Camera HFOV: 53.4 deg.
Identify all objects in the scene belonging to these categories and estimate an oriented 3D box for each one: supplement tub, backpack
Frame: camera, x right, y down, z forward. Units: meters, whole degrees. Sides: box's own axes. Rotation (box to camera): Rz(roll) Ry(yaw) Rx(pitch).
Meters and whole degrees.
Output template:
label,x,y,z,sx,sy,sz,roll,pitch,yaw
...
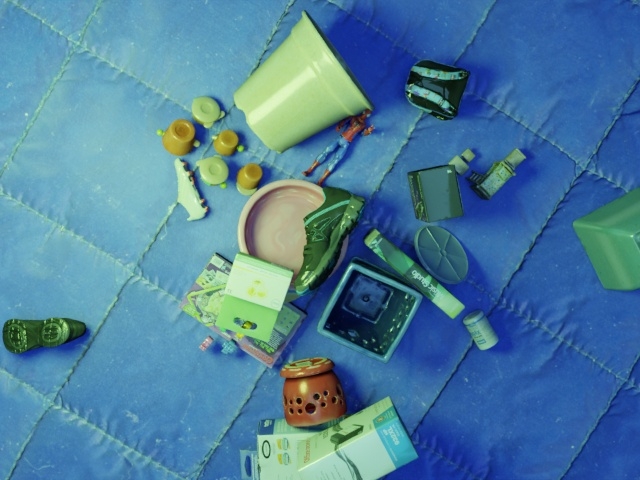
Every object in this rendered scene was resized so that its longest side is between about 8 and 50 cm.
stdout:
label,x,y,z,sx,sy,sz,roll,pitch,yaw
supplement tub,0.497,0.276,1.973,0.071,0.071,0.107,-32,93,2
backpack,0.335,-0.449,1.889,0.173,0.117,0.158,16,95,-2

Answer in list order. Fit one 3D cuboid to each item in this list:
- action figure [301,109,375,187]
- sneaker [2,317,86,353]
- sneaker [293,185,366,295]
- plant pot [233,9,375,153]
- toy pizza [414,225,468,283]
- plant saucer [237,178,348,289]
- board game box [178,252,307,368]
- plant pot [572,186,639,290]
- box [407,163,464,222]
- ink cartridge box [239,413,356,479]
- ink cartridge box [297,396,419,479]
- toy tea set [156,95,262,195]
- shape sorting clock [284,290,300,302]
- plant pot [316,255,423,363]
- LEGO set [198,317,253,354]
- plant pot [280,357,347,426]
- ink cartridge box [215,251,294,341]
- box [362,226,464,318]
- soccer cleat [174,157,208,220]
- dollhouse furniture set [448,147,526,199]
label,x,y,z,sx,sy,sz,roll,pitch,yaw
action figure,0.063,-0.287,1.895,0.091,0.139,0.280,39,91,-5
sneaker,-0.845,0.287,1.944,0.287,0.130,0.108,-3,85,22
sneaker,0.000,0.000,1.836,0.140,0.125,0.340,27,73,9
plant pot,-0.063,-0.420,1.812,0.306,0.334,0.333,-35,94,14
toy pizza,0.360,0.045,1.918,0.201,0.201,0.032,42,136,-3
plant saucer,-0.085,-0.016,1.906,0.332,0.084,0.331,1,84,-13
board game box,-0.239,0.216,1.974,0.347,0.056,0.208,35,89,-3
plant pot,0.949,0.004,1.865,0.247,0.252,0.247,-28,95,1
box,0.335,-0.140,1.868,0.108,0.207,0.153,-12,95,0
ink cartridge box,-0.053,0.693,1.960,0.396,0.151,0.269,-3,93,-2
ink cartridge box,0.096,0.584,1.773,0.308,0.223,0.129,-28,92,0
toy tea set,-0.327,-0.258,1.921,0.200,0.124,0.336,-38,91,-27
shape sorting clock,-0.125,0.090,1.951,0.206,0.040,0.206,1,86,-12
plant pot,0.142,0.189,1.885,0.236,0.212,0.235,26,100,-2
LEGO set,-0.265,0.273,1.910,0.087,0.093,0.227,41,93,-3
plant pot,-0.024,0.452,1.926,0.191,0.191,0.174,-9,88,0
ink cartridge box,-0.192,0.168,1.817,0.171,0.056,0.235,19,98,-3
box,0.267,0.089,1.875,0.322,0.232,0.058,39,95,-3
soccer cleat,-0.409,-0.153,1.933,0.076,0.068,0.196,-22,97,4
dollhouse furniture set,0.508,-0.241,1.915,0.161,0.101,0.182,44,93,-4
